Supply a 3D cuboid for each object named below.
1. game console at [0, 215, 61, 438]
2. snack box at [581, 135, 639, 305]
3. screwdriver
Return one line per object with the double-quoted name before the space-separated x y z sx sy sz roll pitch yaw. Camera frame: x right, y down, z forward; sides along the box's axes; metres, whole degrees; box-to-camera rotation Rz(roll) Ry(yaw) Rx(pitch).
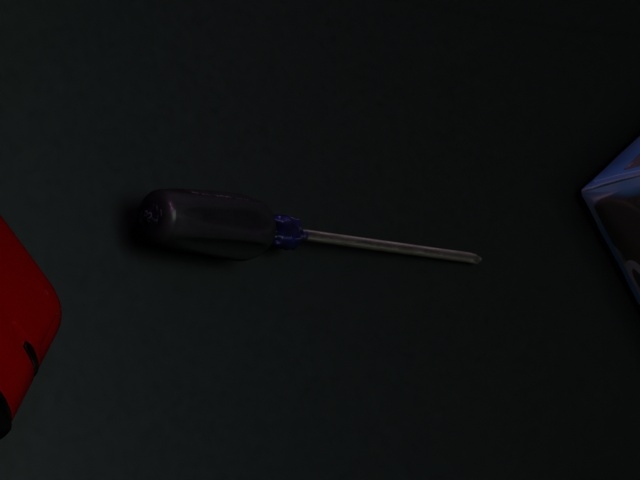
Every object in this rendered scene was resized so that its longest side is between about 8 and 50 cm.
"game console" -0.158 0.009 0.573 0.144 0.085 0.124 55 19 -17
"snack box" 0.254 0.065 0.895 0.187 0.060 0.322 -40 106 -40
"screwdriver" 0.000 0.000 0.719 0.170 0.025 0.024 9 72 -49
